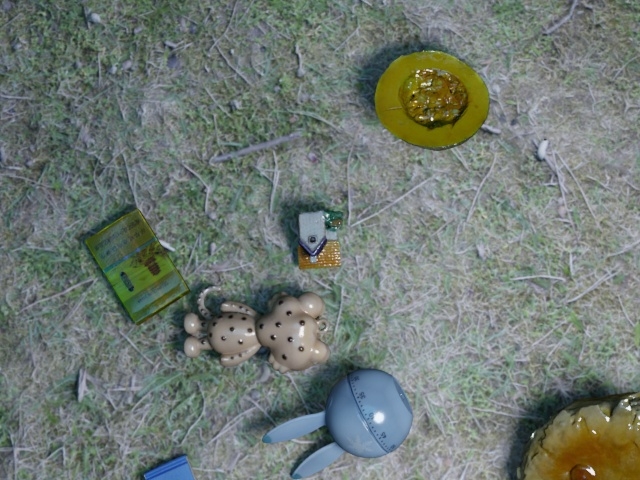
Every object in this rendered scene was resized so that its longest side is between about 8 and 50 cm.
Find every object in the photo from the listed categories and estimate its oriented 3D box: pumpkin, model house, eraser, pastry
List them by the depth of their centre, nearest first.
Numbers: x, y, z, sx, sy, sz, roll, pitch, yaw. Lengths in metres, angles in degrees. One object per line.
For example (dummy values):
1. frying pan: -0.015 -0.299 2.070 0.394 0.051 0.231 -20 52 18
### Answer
1. pastry: 0.495 0.410 1.801 0.329 0.136 0.330 5 103 25
2. eraser: -0.274 0.439 1.927 0.084 0.027 0.063 -23 80 -2
3. model house: 0.000 0.000 1.959 0.087 0.101 0.100 -1 80 1
4. pumpkin: 0.214 -0.250 2.001 0.217 0.110 0.218 -2 67 5

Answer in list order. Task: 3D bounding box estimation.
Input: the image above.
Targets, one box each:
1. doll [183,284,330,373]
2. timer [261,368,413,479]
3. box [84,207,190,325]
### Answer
1. doll: -0.117 0.164 1.936 0.277 0.119 0.154 4 79 14
2. timer: 0.045 0.320 1.890 0.255 0.175 0.175 -17 77 30
3. box: -0.349 0.049 2.004 0.121 0.030 0.193 -33 80 -3
